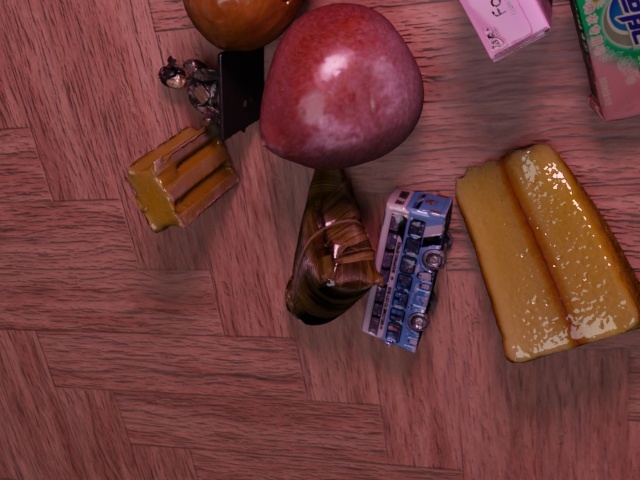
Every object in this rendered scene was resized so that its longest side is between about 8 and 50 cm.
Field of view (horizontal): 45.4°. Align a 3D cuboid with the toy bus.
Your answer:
[{"bbox_3d":[0.165,0.056,1.434,0.131,0.106,0.297,16,118,11],"label":"toy bus"}]

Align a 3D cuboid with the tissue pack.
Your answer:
[{"bbox_3d":[0.261,-0.367,1.098,0.092,0.246,0.148,-26,106,27],"label":"tissue pack"}]

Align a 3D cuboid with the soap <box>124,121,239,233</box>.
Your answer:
[{"bbox_3d":[-0.247,-0.118,1.398,0.076,0.233,0.135,-8,113,27],"label":"soap"}]

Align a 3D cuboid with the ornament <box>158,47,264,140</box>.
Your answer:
[{"bbox_3d":[-0.218,-0.280,1.367,0.196,0.153,0.166,13,119,21],"label":"ornament"}]

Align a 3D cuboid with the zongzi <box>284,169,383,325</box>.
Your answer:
[{"bbox_3d":[0.000,0.000,1.467,0.134,0.288,0.286,-5,159,-23],"label":"zongzi"}]

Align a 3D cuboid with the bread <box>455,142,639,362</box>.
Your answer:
[{"bbox_3d":[0.410,0.016,1.366,0.233,0.245,0.362,-24,77,28],"label":"bread"}]

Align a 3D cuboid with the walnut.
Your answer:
[{"bbox_3d":[-0.102,-0.440,1.196,0.203,0.203,0.298,23,98,5],"label":"walnut"}]

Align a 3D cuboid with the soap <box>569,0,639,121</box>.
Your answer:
[{"bbox_3d":[0.462,-0.315,1.111,0.218,0.098,0.273,-19,129,14],"label":"soap"}]

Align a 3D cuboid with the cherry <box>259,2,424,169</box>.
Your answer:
[{"bbox_3d":[0.031,-0.241,1.235,0.261,0.307,0.221,58,162,-18],"label":"cherry"}]
